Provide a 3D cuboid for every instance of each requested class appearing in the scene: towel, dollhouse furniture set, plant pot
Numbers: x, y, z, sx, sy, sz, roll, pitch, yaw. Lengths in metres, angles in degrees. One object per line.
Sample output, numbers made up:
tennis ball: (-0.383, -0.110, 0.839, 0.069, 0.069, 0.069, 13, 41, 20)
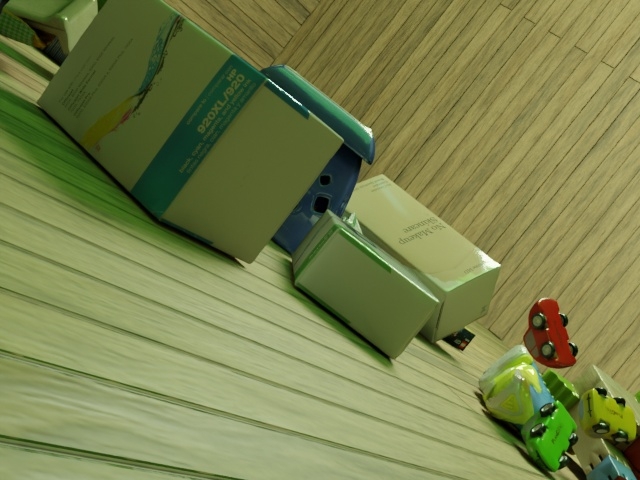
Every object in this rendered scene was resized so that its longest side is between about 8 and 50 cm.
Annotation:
towel: (0.066, 0.034, 1.545, 0.113, 0.023, 0.152, -55, 125, -80)
dollhouse furniture set: (-0.372, -0.259, 1.211, 0.197, 0.151, 0.301, 17, 25, -5)
plant pot: (-0.044, -0.125, 1.503, 0.236, 0.212, 0.236, 38, 5, 2)

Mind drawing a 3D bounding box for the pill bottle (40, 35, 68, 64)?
pill bottle: (-0.384, -0.301, 1.504, 0.120, 0.067, 0.067, 37, 5, -18)

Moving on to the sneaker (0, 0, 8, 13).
sneaker: (-0.328, -0.250, 0.869, 0.101, 0.153, 0.268, 37, 4, -5)

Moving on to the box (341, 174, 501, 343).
box: (0.152, 0.026, 1.760, 0.148, 0.121, 0.311, -24, 48, -34)

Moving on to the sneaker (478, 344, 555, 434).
sneaker: (0.297, 0.235, 1.442, 0.126, 0.091, 0.240, 48, 17, 2)

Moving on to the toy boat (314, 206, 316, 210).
toy boat: (-0.052, -0.118, 1.924, 0.151, 0.151, 0.231, -17, -76, 48)

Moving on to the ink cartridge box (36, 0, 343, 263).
ink cartridge box: (-0.135, -0.124, 1.025, 0.233, 0.168, 0.171, 40, 6, 31)

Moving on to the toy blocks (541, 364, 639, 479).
toy blocks: (0.512, 0.358, 1.492, 0.381, 0.191, 0.261, 36, 16, -16)

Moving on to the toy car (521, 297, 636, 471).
toy car: (0.314, 0.222, 1.316, 0.239, 0.053, 0.225, 53, 43, -8)

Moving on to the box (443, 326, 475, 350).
box: (0.182, 0.118, 1.914, 0.233, 0.044, 0.159, 34, 6, -45)

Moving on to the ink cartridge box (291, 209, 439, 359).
ink cartridge box: (0.049, 0.048, 1.254, 0.154, 0.093, 0.212, 37, 3, -7)
